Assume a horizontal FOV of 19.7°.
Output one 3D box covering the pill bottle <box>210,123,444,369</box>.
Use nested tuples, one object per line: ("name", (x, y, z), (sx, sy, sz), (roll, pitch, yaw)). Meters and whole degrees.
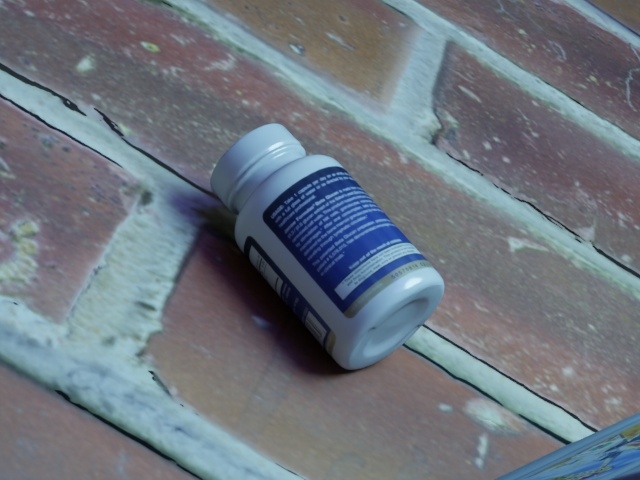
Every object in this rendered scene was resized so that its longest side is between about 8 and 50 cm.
("pill bottle", (0.000, 0.000, 1.286), (0.169, 0.094, 0.094), (49, 33, 20))

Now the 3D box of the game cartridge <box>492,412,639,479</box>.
("game cartridge", (0.189, 0.138, 1.055), (0.198, 0.297, 0.062), (-16, 84, -28))
